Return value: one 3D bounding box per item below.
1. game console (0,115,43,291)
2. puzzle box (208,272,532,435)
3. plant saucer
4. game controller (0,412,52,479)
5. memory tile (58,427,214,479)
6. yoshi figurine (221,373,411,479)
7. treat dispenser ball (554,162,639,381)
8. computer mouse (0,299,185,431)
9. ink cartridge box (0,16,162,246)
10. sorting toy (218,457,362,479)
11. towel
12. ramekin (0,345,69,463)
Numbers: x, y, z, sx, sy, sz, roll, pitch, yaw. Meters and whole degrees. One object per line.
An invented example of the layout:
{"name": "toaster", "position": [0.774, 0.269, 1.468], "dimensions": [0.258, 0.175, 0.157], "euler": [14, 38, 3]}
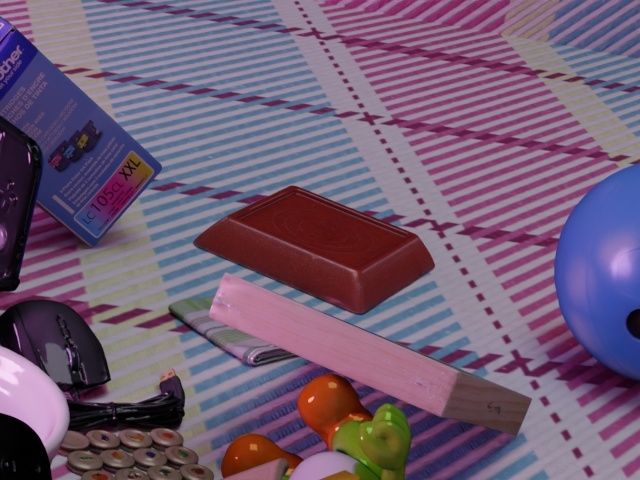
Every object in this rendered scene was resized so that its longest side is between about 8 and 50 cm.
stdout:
{"name": "game console", "position": [-0.471, -0.041, 2.141], "dimensions": [0.173, 0.250, 0.293], "euler": [-6, 29, -44]}
{"name": "puzzle box", "position": [0.065, 0.130, 2.110], "dimensions": [0.272, 0.052, 0.409], "euler": [23, -2, 19]}
{"name": "plant saucer", "position": [0.000, 0.000, 2.617], "dimensions": [0.259, 0.048, 0.258], "euler": [22, 22, 20]}
{"name": "game controller", "position": [-0.284, 0.277, 1.543], "dimensions": [0.166, 0.067, 0.319], "euler": [3, 56, -23]}
{"name": "memory tile", "position": [-0.192, 0.224, 1.984], "dimensions": [0.148, 0.012, 0.113], "euler": [0, 25, -31]}
{"name": "yoshi figurine", "position": [0.003, 0.260, 1.798], "dimensions": [0.203, 0.204, 0.362], "euler": [-3, 27, -15]}
{"name": "treat dispenser ball", "position": [0.442, 0.041, 2.465], "dimensions": [0.288, 0.288, 0.288], "euler": [12, 21, -5]}
{"name": "computer mouse", "position": [-0.247, 0.125, 2.129], "dimensions": [0.184, 0.060, 0.262], "euler": [3, 24, -24]}
{"name": "ink cartridge box", "position": [-0.415, -0.187, 2.412], "dimensions": [0.270, 0.151, 0.395], "euler": [34, -6, 41]}
{"name": "sorting toy", "position": [-0.099, 0.253, 1.682], "dimensions": [0.307, 0.041, 0.229], "euler": [-22, 15, 17]}
{"name": "towel", "position": [-0.095, 0.102, 2.335], "dimensions": [0.152, 0.023, 0.113], "euler": [30, 26, 36]}
{"name": "ramekin", "position": [-0.378, 0.195, 1.769], "dimensions": [0.277, 0.135, 0.277], "euler": [12, 21, -5]}
